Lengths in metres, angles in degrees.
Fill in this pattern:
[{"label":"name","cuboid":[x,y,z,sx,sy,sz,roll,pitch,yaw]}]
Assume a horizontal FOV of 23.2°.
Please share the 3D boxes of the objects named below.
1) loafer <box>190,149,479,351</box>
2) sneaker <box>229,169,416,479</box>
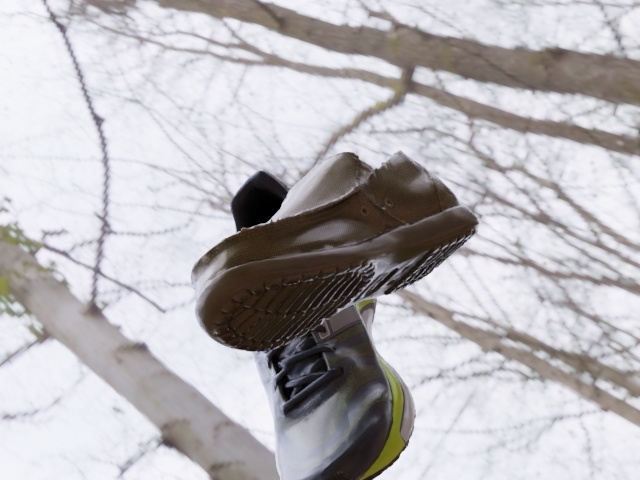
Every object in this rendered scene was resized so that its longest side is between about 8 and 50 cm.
[{"label":"loafer","cuboid":[0.000,0.000,0.568,0.056,0.050,0.148,-46,-18,31]},{"label":"sneaker","cuboid":[-0.019,0.066,1.102,0.111,0.300,0.121,-35,-55,15]}]
